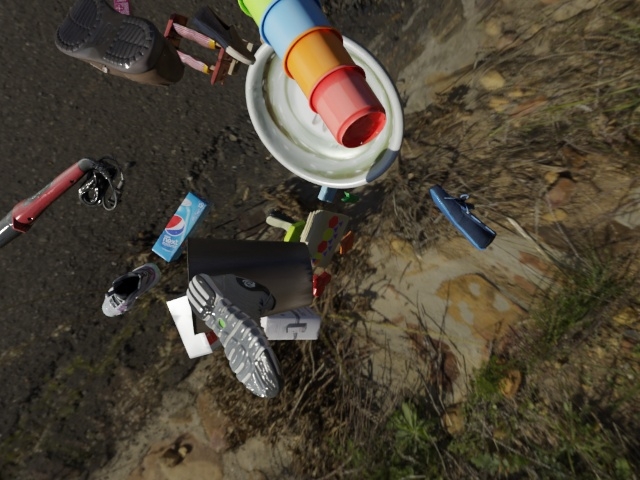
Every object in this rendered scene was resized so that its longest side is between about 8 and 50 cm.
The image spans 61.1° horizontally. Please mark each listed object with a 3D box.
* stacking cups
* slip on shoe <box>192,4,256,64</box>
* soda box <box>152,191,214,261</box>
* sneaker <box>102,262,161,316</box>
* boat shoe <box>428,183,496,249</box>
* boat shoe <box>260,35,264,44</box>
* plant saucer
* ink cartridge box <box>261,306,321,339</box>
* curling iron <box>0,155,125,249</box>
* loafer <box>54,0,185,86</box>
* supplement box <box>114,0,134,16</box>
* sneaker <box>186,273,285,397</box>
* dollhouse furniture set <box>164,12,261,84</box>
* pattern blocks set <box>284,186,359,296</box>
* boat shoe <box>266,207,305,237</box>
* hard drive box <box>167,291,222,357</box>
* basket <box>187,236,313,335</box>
[{"bbox_3d":[-0.019,-0.245,0.660,0.096,0.096,0.316,-33,70,10],"label":"stacking cups"},{"bbox_3d":[-0.172,-0.382,1.013,0.135,0.051,0.041,35,114,-20],"label":"slip on shoe"},{"bbox_3d":[-0.408,-0.041,1.615,0.067,0.071,0.210,35,98,3],"label":"soda box"},{"bbox_3d":[-0.253,0.066,0.684,0.098,0.069,0.038,-43,88,13],"label":"sneaker"},{"bbox_3d":[0.450,-0.087,1.716,0.089,0.109,0.258,-42,99,5],"label":"boat shoe"},{"bbox_3d":[-0.082,-0.522,1.456,0.103,0.285,0.092,10,86,16],"label":"boat shoe"},{"bbox_3d":[0.019,-0.314,1.275,0.400,0.100,0.400,18,136,19],"label":"plant saucer"},{"bbox_3d":[-0.128,0.291,1.972,0.218,0.158,0.092,6,101,-27],"label":"ink cartridge box"},{"bbox_3d":[-0.351,-0.021,0.664,0.274,0.035,0.068,-27,114,14],"label":"curling iron"},{"bbox_3d":[-0.395,-0.372,1.059,0.366,0.130,0.134,36,91,35],"label":"loafer"},{"bbox_3d":[-0.565,-0.654,1.567,0.043,0.055,0.083,-5,94,-7],"label":"supplement box"},{"bbox_3d":[-0.100,0.132,0.862,0.228,0.132,0.086,51,122,20],"label":"sneaker"},{"bbox_3d":[-0.362,-0.634,1.834,0.201,0.374,0.152,24,108,3],"label":"dollhouse furniture set"},{"bbox_3d":[0.000,0.000,1.543,0.026,0.285,0.325,33,96,36],"label":"pattern blocks set"},{"bbox_3d":[-0.086,-0.048,1.511,0.133,0.042,0.049,25,144,-20],"label":"boat shoe"},{"bbox_3d":[-0.332,0.221,1.642,0.089,0.232,0.181,-18,97,25],"label":"hard drive box"},{"bbox_3d":[-0.135,0.076,1.050,0.227,0.204,0.154,-4,140,-10],"label":"basket"}]
